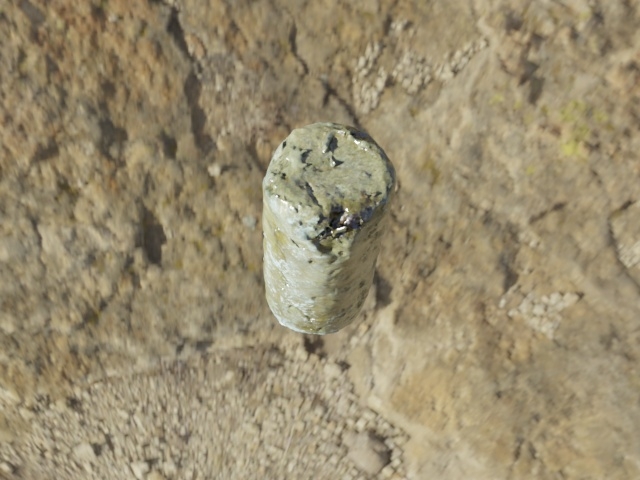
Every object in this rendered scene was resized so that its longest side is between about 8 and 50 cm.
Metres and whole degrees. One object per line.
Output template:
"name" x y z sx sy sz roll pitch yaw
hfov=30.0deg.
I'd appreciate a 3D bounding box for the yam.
"yam" 0.000 0.000 0.730 0.078 0.179 0.078 2 63 -4
